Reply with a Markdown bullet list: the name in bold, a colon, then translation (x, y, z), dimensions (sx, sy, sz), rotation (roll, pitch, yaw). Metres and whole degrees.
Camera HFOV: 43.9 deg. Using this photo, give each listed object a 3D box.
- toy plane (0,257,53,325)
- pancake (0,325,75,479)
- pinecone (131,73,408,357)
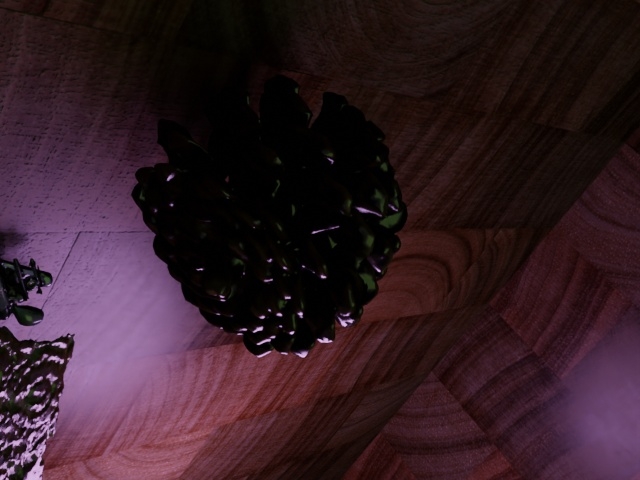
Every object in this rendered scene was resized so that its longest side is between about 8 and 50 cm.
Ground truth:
- **toy plane**: translation (-0.458, 0.048, 1.089), dimensions (0.169, 0.078, 0.246), rotation (-24, 148, -26)
- **pancake**: translation (-0.488, 0.239, 1.091), dimensions (0.427, 0.067, 0.304), rotation (48, 59, -67)
- **pinecone**: translation (-0.064, -0.052, 1.133), dimensions (0.398, 0.397, 0.397), rotation (-29, 150, -19)
